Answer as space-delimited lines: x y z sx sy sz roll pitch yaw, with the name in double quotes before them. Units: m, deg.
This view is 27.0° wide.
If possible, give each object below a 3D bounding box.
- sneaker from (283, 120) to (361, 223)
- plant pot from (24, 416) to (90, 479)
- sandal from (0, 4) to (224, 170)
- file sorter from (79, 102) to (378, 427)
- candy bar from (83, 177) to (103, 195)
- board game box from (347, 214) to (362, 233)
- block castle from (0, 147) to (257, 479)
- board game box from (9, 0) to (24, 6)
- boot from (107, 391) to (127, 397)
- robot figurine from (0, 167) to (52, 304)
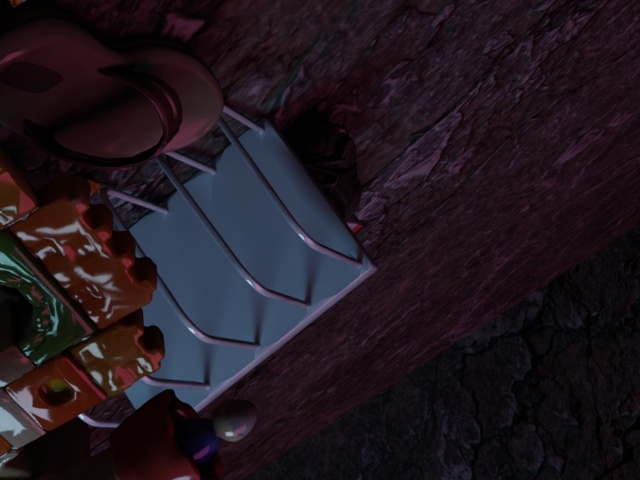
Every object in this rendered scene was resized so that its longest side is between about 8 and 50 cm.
"sneaker" -0.017 -0.039 1.375 0.227 0.087 0.130 -63 153 -46
"plant pot" -0.336 0.265 1.443 0.215 0.215 0.230 -46 -164 31
"sandal" -0.165 -0.094 0.998 0.120 0.086 0.303 -41 164 17
"file sorter" -0.129 0.026 1.247 0.277 0.193 0.173 -39 162 9
"candy bar" -0.259 -0.006 1.186 0.161 0.018 0.040 -38 165 10
"board game box" -0.082 0.016 1.573 0.193 0.053 0.305 -41 164 15
"block castle" -0.199 0.107 0.804 0.213 0.303 0.453 -31 126 8
"board game box" -0.134 -0.228 0.745 0.147 0.045 0.193 -32 164 -15
"boot" -0.168 0.142 1.591 0.305 0.115 0.112 -10 106 -61
"robot figurine" -0.287 0.068 1.043 0.278 0.173 0.209 -40 177 14
